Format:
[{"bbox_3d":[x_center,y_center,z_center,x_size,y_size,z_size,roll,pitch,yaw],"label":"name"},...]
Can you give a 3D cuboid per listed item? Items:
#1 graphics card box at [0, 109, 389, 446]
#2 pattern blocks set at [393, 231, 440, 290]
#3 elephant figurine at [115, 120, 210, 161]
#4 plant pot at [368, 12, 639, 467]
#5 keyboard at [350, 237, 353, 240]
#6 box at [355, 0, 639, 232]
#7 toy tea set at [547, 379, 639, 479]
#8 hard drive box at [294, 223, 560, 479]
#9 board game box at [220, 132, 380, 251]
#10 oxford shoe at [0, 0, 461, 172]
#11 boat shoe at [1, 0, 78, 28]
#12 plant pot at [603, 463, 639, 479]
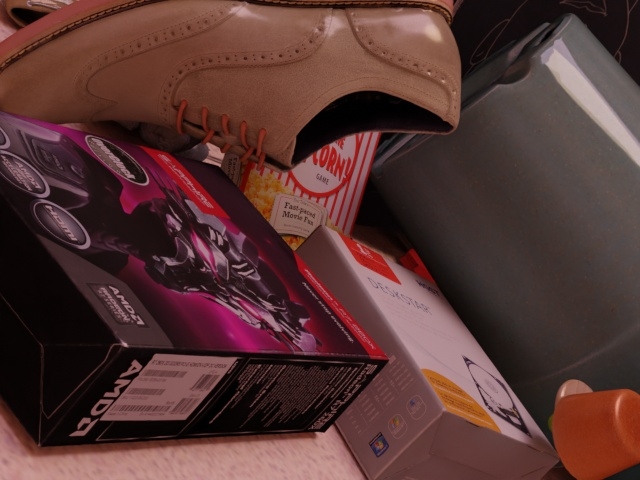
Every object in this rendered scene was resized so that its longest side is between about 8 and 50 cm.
[{"bbox_3d":[-0.123,0.028,1.062,0.233,0.094,0.371,49,18,23],"label":"graphics card box"},{"bbox_3d":[0.142,-0.001,1.877,0.325,0.026,0.285,17,34,-53],"label":"pattern blocks set"},{"bbox_3d":[-0.112,-0.205,1.395,0.169,0.239,0.186,34,3,-10],"label":"elephant figurine"},{"bbox_3d":[0.241,-0.017,1.482,0.334,0.341,0.341,53,15,-7],"label":"plant pot"},{"bbox_3d":[0.000,0.000,1.536,0.100,0.038,0.192,42,16,-4],"label":"keyboard"},{"bbox_3d":[0.259,-0.246,1.765,0.480,0.472,0.297,11,34,-32],"label":"box"},{"bbox_3d":[0.281,0.271,1.282,0.200,0.124,0.336,-14,83,-48],"label":"toy tea set"},{"bbox_3d":[0.074,0.116,1.314,0.181,0.089,0.232,26,22,-46],"label":"hard drive box"},{"bbox_3d":[-0.022,-0.065,1.394,0.045,0.193,0.147,5,-16,44],"label":"board game box"},{"bbox_3d":[-0.075,-0.129,1.238,0.140,0.397,0.146,90,-9,-73],"label":"oxford shoe"},{"bbox_3d":[-0.225,-0.193,1.474,0.190,0.068,0.072,23,35,-26],"label":"boat shoe"},{"bbox_3d":[0.412,0.230,1.559,0.255,0.271,0.271,58,16,-2],"label":"plant pot"}]
